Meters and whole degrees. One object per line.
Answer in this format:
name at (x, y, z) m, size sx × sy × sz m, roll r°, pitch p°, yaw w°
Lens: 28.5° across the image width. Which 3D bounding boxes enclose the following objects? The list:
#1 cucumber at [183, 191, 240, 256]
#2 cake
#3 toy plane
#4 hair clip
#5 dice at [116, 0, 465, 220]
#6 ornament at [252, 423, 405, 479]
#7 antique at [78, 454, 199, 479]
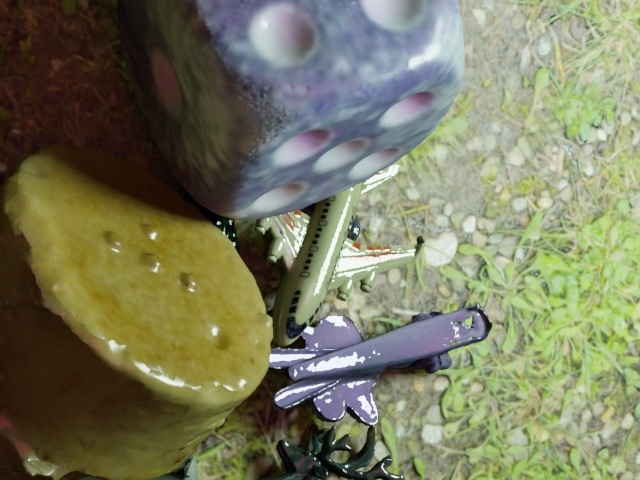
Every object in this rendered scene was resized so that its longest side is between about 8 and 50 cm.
cucumber at (-0.120, 0.049, 1.384) m, size 0.074 × 0.074 × 0.241 m, roll -2°, pitch 90°, yaw -22°
cake at (-0.258, 0.116, 1.243) m, size 0.332 × 0.332 × 0.321 m, roll 40°, pitch 116°, yaw -18°
toy plane at (0.000, 0.000, 1.416) m, size 0.242 × 0.104 × 0.256 m, roll 29°, pitch 79°, yaw -22°
hair clip at (0.061, 0.141, 1.447) m, size 0.278 × 0.090 × 0.137 m, roll -13°, pitch 80°, yaw -20°
dice at (-0.036, -0.199, 1.273) m, size 0.271 × 0.270 × 0.270 m, roll -21°, pitch 74°, yaw -22°
ornament at (-0.007, 0.315, 1.426) m, size 0.236 × 0.080 × 0.202 m, roll -29°, pitch 97°, yaw -20°
antique at (-0.194, 0.310, 1.291) m, size 0.147 × 0.152 × 0.147 m, roll -7°, pitch 95°, yaw 1°
